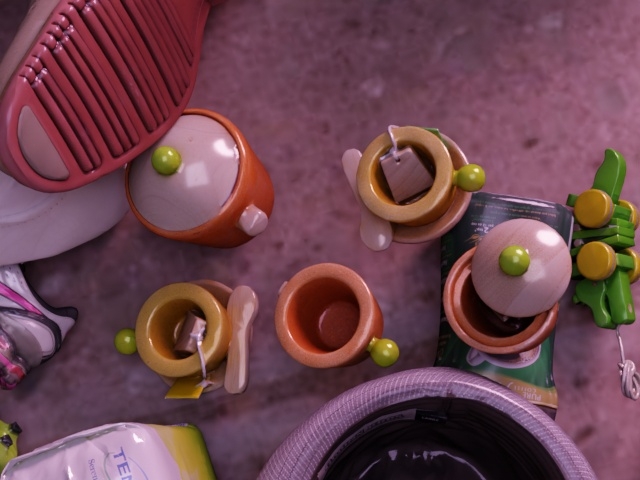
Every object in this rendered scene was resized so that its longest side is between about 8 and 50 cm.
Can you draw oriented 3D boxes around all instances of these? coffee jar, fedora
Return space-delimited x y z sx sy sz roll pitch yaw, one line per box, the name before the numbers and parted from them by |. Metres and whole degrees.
coffee jar | 0.129 0.062 0.876 0.096 0.079 0.184 9 78 -5
fedora | 0.067 0.224 0.761 0.243 0.124 0.275 -2 66 -4

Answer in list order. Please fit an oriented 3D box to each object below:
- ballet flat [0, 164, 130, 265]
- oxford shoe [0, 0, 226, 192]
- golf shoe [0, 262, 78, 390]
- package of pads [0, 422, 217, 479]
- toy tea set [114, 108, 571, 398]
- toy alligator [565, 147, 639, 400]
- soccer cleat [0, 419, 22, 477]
ballet flat | -0.296 -0.060 0.786 0.400 0.139 0.139 3 78 -27
oxford shoe | -0.157 -0.157 0.850 0.130 0.123 0.348 0 41 25
golf shoe | -0.263 0.020 0.887 0.186 0.067 0.086 47 63 0
package of pads | -0.095 0.263 0.753 0.101 0.229 0.297 -19 79 0
toy tea set | 0.000 0.000 0.819 0.336 0.124 0.200 -5 75 18
toy alligator | 0.209 0.026 0.903 0.051 0.056 0.190 -9 77 40
soccer cleat | -0.293 0.108 0.860 0.072 0.060 0.179 -40 92 7
